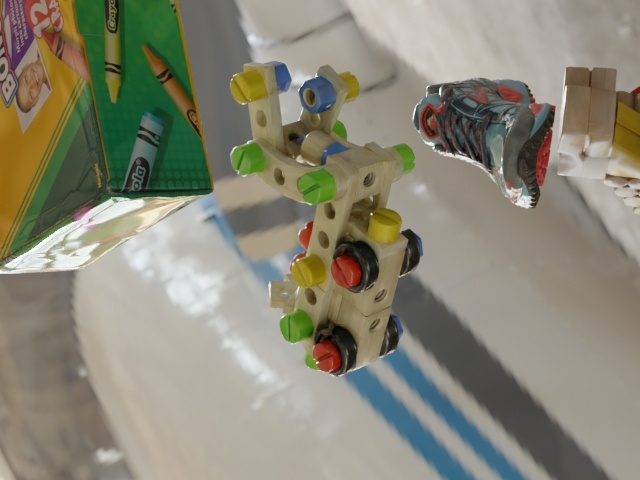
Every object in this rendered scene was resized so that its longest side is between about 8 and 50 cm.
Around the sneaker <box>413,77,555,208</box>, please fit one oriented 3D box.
[{"bbox_3d":[0.153,-0.099,1.661,0.262,0.125,0.104,-107,24,-76],"label":"sneaker"}]

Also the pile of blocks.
[{"bbox_3d":[0.334,-0.075,1.456,0.362,0.149,0.113,28,-120,-41],"label":"pile of blocks"}]

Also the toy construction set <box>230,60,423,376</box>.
[{"bbox_3d":[0.000,0.000,1.613,0.215,0.151,0.328,40,149,33],"label":"toy construction set"}]

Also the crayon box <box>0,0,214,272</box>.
[{"bbox_3d":[-0.168,-0.135,1.098,0.165,0.081,0.279,-27,70,49],"label":"crayon box"}]
